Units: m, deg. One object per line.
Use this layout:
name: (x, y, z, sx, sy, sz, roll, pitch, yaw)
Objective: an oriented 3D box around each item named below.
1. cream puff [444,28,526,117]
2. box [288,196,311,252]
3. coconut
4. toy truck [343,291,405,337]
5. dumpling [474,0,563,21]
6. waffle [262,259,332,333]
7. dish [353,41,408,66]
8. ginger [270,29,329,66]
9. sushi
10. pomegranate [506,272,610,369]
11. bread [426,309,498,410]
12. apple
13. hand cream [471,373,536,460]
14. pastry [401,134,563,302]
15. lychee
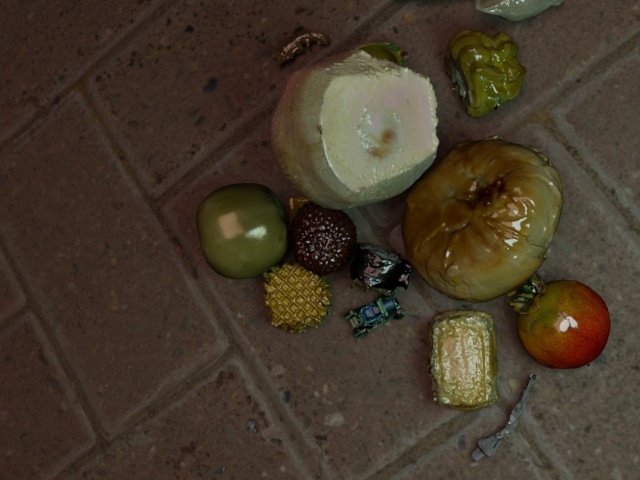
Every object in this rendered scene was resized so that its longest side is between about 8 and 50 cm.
cream puff: (0.421, -0.441, 1.780, 0.195, 0.195, 0.220, -27, 79, 12)
box: (-0.042, -0.046, 1.942, 0.087, 0.023, 0.155, -6, 80, 19)
coconut: (0.063, -0.264, 1.742, 0.405, 0.404, 0.404, -3, 81, 17)
toy truck: (0.136, 0.190, 1.822, 0.154, 0.078, 0.080, -29, 73, 12)
dumpling: (0.500, -0.642, 1.811, 0.216, 0.126, 0.166, -23, 60, 16)
waffle: (-0.064, 0.152, 1.897, 0.193, 0.070, 0.197, -18, 80, 14)
dish: (0.148, -0.454, 1.912, 0.208, 0.080, 0.148, -17, 78, 16)
ginger: (-0.062, -0.558, 2.009, 0.174, 0.051, 0.069, -23, 79, 15)
sushi: (0.146, 0.076, 1.774, 0.147, 0.212, 0.114, 14, 95, -4)
pomegranate: (0.546, 0.185, 1.621, 0.235, 0.210, 0.210, 41, 95, 1)
bread: (0.346, 0.289, 1.719, 0.174, 0.121, 0.245, -4, 77, 8)
apple: (-0.207, -0.033, 1.872, 0.263, 0.262, 0.262, -3, 81, 17)
hand cream: (0.448, 0.429, 1.691, 0.050, 0.084, 0.257, 38, 98, 26)
pastry: (0.383, -0.046, 1.658, 0.410, 0.245, 0.409, -23, 56, 38)
lychee: (0.000, 0.000, 1.818, 0.188, 0.188, 0.188, -3, 81, 17)
